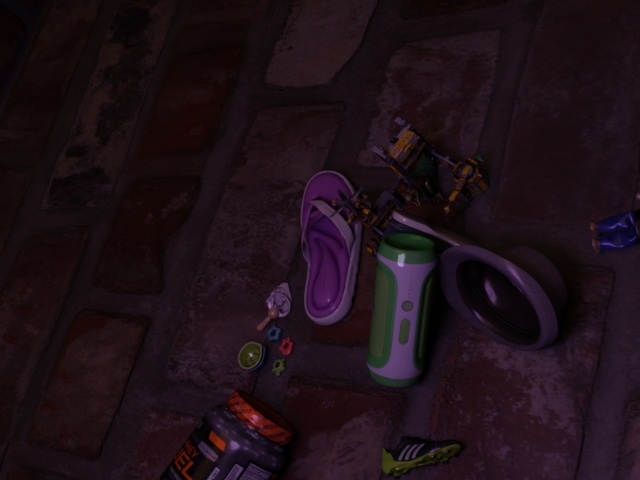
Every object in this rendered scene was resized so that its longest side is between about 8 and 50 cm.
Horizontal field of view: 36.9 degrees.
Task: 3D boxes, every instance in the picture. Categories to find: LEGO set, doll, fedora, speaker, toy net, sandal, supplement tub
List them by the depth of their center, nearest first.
[{"bbox_3d":[0.619,-0.033,1.845,0.189,0.046,0.129,-14,59,31],"label":"doll"},{"bbox_3d":[0.374,0.088,1.874,0.124,0.243,0.275,-37,38,-26],"label":"fedora"},{"bbox_3d":[0.163,0.141,1.942,0.131,0.131,0.296,23,117,42],"label":"speaker"},{"bbox_3d":[-0.215,0.503,2.059,0.207,0.207,0.338,34,88,43],"label":"supplement tub"},{"bbox_3d":[0.189,-0.112,2.111,0.331,0.192,0.255,-46,48,7],"label":"LEGO set"},{"bbox_3d":[0.013,-0.006,2.244,0.169,0.102,0.416,-22,54,25],"label":"sandal"},{"bbox_3d":[-0.111,0.202,2.260,0.122,0.045,0.232,0,66,37],"label":"toy net"}]

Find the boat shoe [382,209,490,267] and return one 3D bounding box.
[{"bbox_3d":[0.253,0.020,1.995,0.095,0.255,0.079,-95,29,-73],"label":"boat shoe"}]

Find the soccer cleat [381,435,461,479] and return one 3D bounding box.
[{"bbox_3d":[0.195,0.416,1.903,0.179,0.060,0.072,-26,51,27],"label":"soccer cleat"}]
